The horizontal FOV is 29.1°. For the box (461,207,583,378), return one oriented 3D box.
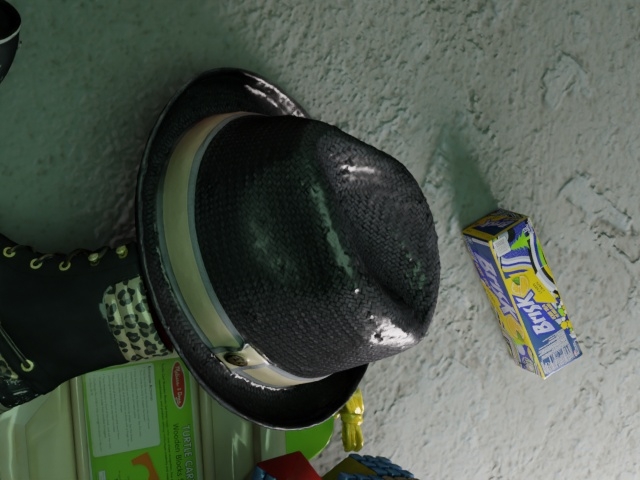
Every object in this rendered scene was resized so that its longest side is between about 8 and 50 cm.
[{"bbox_3d":[0.208,0.054,1.269,0.054,0.059,0.168,-30,110,-16],"label":"box"}]

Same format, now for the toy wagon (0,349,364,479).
[{"bbox_3d":[-0.126,0.188,1.153,0.345,0.068,0.267,-7,103,-22],"label":"toy wagon"}]

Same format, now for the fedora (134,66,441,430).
[{"bbox_3d":[0.000,0.000,1.052,0.334,0.153,0.333,16,70,-52],"label":"fedora"}]

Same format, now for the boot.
[{"bbox_3d":[-0.233,0.014,1.017,0.179,0.085,0.236,-16,94,8],"label":"boot"}]

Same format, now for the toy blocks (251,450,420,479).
[{"bbox_3d":[0.023,0.320,1.148,0.381,0.191,0.260,14,96,-38],"label":"toy blocks"}]

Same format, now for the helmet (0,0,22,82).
[{"bbox_3d":[-0.324,-0.165,0.949,0.169,0.169,0.161,-33,124,-14],"label":"helmet"}]
